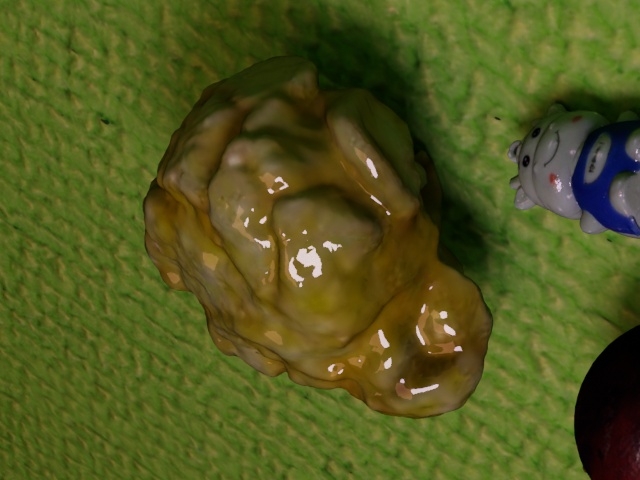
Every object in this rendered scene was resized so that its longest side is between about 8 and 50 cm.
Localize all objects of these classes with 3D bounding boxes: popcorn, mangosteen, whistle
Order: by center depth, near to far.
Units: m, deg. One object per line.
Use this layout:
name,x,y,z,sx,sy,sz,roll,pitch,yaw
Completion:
whistle,0.249,-0.055,1.422,0.244,0.110,0.092,18,173,44
mangosteen,0.346,0.150,1.455,0.261,0.235,0.235,-41,92,10
popcorn,-0.010,0.007,1.580,0.293,0.292,0.334,-36,127,19
